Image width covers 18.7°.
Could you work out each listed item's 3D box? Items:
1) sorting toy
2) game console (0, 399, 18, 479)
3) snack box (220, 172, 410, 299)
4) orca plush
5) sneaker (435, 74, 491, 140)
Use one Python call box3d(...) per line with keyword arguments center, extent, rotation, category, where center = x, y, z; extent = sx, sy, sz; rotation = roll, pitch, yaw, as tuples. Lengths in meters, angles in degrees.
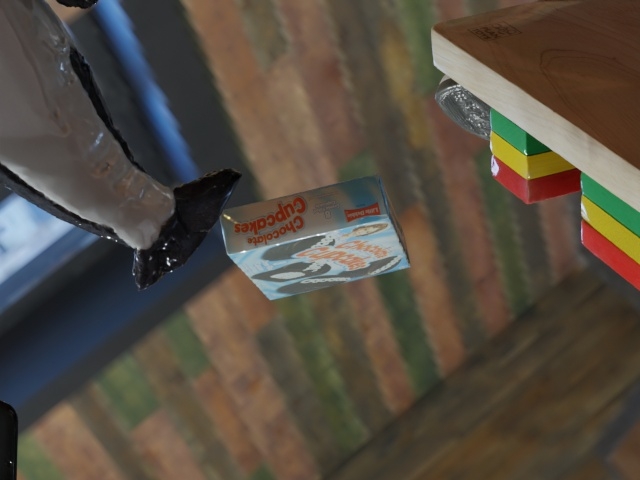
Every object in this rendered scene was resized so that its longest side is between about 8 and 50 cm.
box3d(center=(0.230, -0.064, 1.062), extent=(0.257, 0.255, 0.089), rotation=(-136, 36, -57), category="sorting toy")
box3d(center=(-0.253, 0.140, 1.425), extent=(0.107, 0.071, 0.122), rotation=(-96, 11, -59), category="game console")
box3d(center=(0.000, 0.000, 2.302), extent=(0.322, 0.187, 0.060), rotation=(55, -159, -77), category="snack box")
box3d(center=(-0.161, -0.106, 1.043), extent=(0.287, 0.151, 0.102), rotation=(31, -154, -24), category="orca plush")
box3d(center=(0.240, -0.180, 1.624), extent=(0.295, 0.178, 0.124), rotation=(-2, 144, 42), category="sneaker")
